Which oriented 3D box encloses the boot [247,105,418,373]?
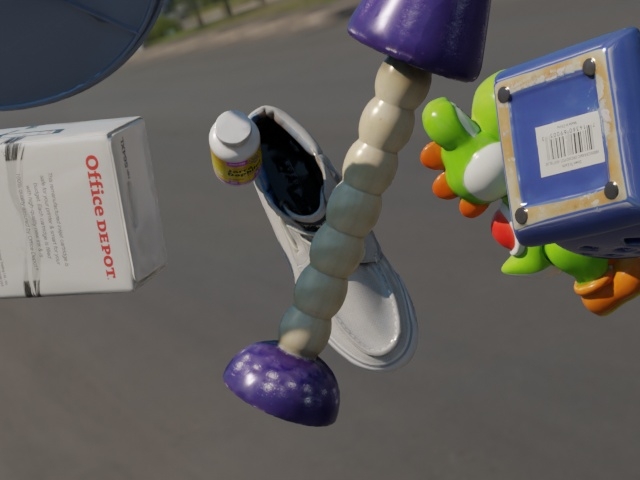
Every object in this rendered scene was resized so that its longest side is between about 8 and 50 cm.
[{"bbox_3d":[0.000,0.000,1.470,0.095,0.258,0.123,-32,-14,2],"label":"boot"}]

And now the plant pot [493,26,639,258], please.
[{"bbox_3d":[0.329,-0.105,1.786,0.212,0.236,0.236,0,-9,-40],"label":"plant pot"}]

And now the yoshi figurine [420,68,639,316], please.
[{"bbox_3d":[0.303,-0.086,2.162,0.203,0.362,0.203,-55,14,-27],"label":"yoshi figurine"}]

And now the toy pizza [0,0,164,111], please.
[{"bbox_3d":[-0.173,-0.147,0.797,0.201,0.201,0.032,-17,40,14],"label":"toy pizza"}]

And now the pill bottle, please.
[{"bbox_3d":[-0.072,-0.080,1.391,0.043,0.043,0.083,-20,-19,-6],"label":"pill bottle"}]

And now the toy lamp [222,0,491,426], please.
[{"bbox_3d":[0.023,-0.035,0.902,0.080,0.275,0.080,21,11,-4],"label":"toy lamp"}]

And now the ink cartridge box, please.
[{"bbox_3d":[-0.255,-0.028,1.512,0.203,0.148,0.086,-3,15,19],"label":"ink cartridge box"}]
